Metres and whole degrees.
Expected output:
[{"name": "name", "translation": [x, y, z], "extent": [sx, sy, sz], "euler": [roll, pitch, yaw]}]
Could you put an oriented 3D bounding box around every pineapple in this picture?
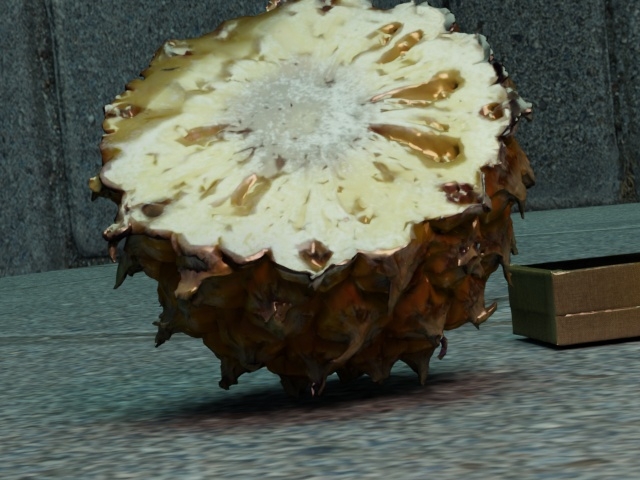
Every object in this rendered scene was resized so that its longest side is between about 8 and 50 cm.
[{"name": "pineapple", "translation": [0.003, 0.001, 0.705], "extent": [0.162, 0.136, 0.176], "euler": [5, 44, 13]}]

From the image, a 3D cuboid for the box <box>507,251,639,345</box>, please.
[{"name": "box", "translation": [0.134, 0.024, 0.811], "extent": [0.083, 0.035, 0.079], "euler": [-7, 2, -9]}]
